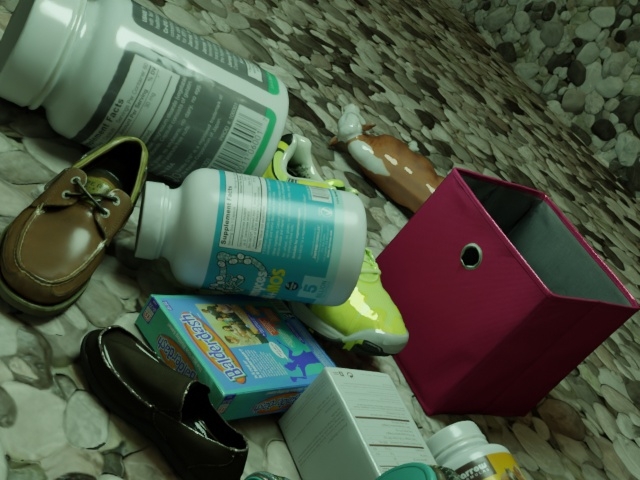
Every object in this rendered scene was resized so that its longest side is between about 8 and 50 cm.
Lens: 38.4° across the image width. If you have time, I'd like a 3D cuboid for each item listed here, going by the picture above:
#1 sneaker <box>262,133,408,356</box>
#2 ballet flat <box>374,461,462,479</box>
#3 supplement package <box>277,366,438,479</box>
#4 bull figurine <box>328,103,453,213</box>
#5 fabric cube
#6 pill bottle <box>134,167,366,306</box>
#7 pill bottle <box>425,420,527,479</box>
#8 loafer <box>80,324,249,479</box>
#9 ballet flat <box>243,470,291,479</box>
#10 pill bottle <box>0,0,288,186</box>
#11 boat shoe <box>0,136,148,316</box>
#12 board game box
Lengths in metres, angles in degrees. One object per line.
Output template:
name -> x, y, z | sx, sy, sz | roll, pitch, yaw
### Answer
sneaker -> 0.000, 0.000, 1.278 | 0.145, 0.147, 0.384 | 3, 40, -50
ballet flat -> 0.052, 0.388, 0.716 | 0.182, 0.164, 0.483 | 55, 36, -14
supplement package -> 0.048, 0.244, 1.019 | 0.105, 0.105, 0.179 | 14, 36, -41
bull figurine -> 0.156, -0.138, 1.762 | 0.310, 0.101, 0.188 | 46, 25, 14
fabric cube -> 0.252, 0.083, 1.361 | 0.259, 0.258, 0.254 | 10, 39, -45
pill bottle -> -0.087, -0.006, 1.116 | 0.264, 0.146, 0.146 | 9, 34, -13
pill bottle -> 0.200, 0.322, 1.074 | 0.117, 0.117, 0.215 | 11, 37, -43
loafer -> -0.149, 0.158, 0.932 | 0.220, 0.078, 0.080 | 43, 27, 7
ballet flat -> -0.011, 0.305, 0.900 | 0.070, 0.070, 0.188 | 0, 49, -52
pill bottle -> -0.242, -0.204, 1.245 | 0.361, 0.204, 0.204 | 24, 30, -28
boat shoe -> -0.276, -0.035, 1.045 | 0.111, 0.104, 0.307 | 32, 27, -13
board game box -> -0.089, 0.130, 1.074 | 0.210, 0.047, 0.160 | 5, 37, -50
